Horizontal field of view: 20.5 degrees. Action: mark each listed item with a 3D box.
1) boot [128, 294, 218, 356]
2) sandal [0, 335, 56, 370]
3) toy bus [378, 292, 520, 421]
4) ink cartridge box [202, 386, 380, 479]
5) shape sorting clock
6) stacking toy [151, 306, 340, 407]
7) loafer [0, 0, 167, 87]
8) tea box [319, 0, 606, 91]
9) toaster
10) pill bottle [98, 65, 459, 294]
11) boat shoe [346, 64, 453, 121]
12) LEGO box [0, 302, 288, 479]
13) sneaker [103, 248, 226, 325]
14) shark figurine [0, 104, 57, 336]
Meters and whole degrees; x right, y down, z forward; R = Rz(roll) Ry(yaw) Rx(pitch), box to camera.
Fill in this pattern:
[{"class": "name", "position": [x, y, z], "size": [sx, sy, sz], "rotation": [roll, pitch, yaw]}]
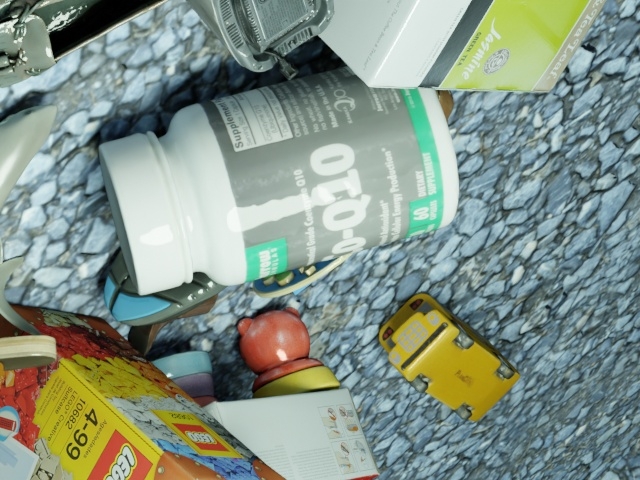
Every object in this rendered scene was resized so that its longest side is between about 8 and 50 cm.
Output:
[{"class": "boot", "position": [-0.182, 0.100, 2.224], "size": [0.114, 0.037, 0.106], "rotation": [-18, 143, -42]}, {"class": "sandal", "position": [-0.408, 0.102, 1.925], "size": [0.240, 0.079, 0.088], "rotation": [-5, 163, -1]}, {"class": "toy bus", "position": [0.190, 0.173, 2.636], "size": [0.108, 0.130, 0.332], "rotation": [-45, 149, 5]}, {"class": "ink cartridge box", "position": [-0.125, 0.301, 2.244], "size": [0.272, 0.130, 0.309], "rotation": [-28, 165, 29]}, {"class": "shape sorting clock", "position": [0.000, 0.000, 2.186], "size": [0.206, 0.040, 0.206], "rotation": [-35, -167, 9]}, {"class": "stacking toy", "position": [-0.166, 0.200, 2.342], "size": [0.309, 0.130, 0.279], "rotation": [-10, 162, -38]}, {"class": "loafer", "position": [-0.259, -0.212, 1.703], "size": [0.267, 0.084, 0.096], "rotation": [-34, 148, -14]}, {"class": "tea box", "position": [0.168, -0.351, 1.885], "size": [0.323, 0.220, 0.329], "rotation": [-1, 130, -46]}, {"class": "toaster", "position": [-0.077, -0.277, 1.769], "size": [0.129, 0.146, 0.227], "rotation": [-36, 148, -10]}, {"class": "pill bottle", "position": [-0.048, -0.068, 1.942], "size": [0.361, 0.204, 0.204], "rotation": [-16, 143, -10]}, {"class": "boat shoe", "position": [0.101, -0.173, 2.152], "size": [0.104, 0.111, 0.307], "rotation": [-34, 158, -21]}, {"class": "LEGO box", "position": [-0.312, 0.381, 2.024], "size": [0.193, 0.372, 0.500], "rotation": [14, 109, -54]}, {"class": "sneaker", "position": [-0.100, 0.004, 2.111], "size": [0.341, 0.125, 0.140], "rotation": [-35, 153, -8]}, {"class": "shark figurine", "position": [-0.348, 0.001, 1.841], "size": [0.166, 0.116, 0.278], "rotation": [-18, 139, -33]}]
